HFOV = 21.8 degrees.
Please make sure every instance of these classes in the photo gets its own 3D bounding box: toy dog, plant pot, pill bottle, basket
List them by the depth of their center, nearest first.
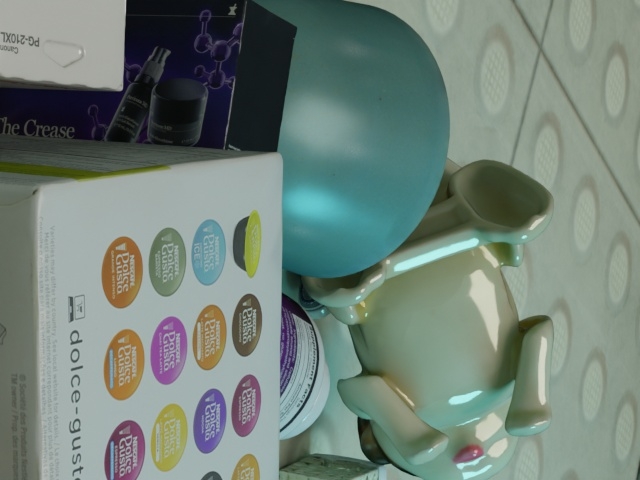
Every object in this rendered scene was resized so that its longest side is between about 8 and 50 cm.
[{"bbox_3d":[-0.058,-0.118,1.653,0.235,0.293,0.293,10,86,-52],"label":"plant pot"},{"bbox_3d":[-0.113,0.114,1.737,0.323,0.181,0.181,37,62,-59],"label":"pill bottle"},{"bbox_3d":[0.118,0.116,1.967,0.284,0.395,0.408,-24,122,-13],"label":"toy dog"},{"bbox_3d":[0.009,0.360,2.079,0.103,0.113,0.167,-7,101,-59],"label":"basket"}]

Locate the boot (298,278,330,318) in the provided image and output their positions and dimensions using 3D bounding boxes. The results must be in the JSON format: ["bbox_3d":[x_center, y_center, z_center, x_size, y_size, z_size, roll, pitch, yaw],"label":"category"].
[{"bbox_3d":[0.000,0.000,2.065,0.086,0.069,0.190,53,42,-41],"label":"boot"}]

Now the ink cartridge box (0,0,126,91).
[{"bbox_3d":[-0.292,-0.172,1.292,0.172,0.237,0.100,-2,97,-62],"label":"ink cartridge box"}]

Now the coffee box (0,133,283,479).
[{"bbox_3d":[-0.252,0.095,1.307,0.334,0.338,0.337,-13,107,-61],"label":"coffee box"}]

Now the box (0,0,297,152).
[{"bbox_3d":[-0.168,-0.123,1.508,0.103,0.261,0.184,25,72,-60],"label":"box"}]
